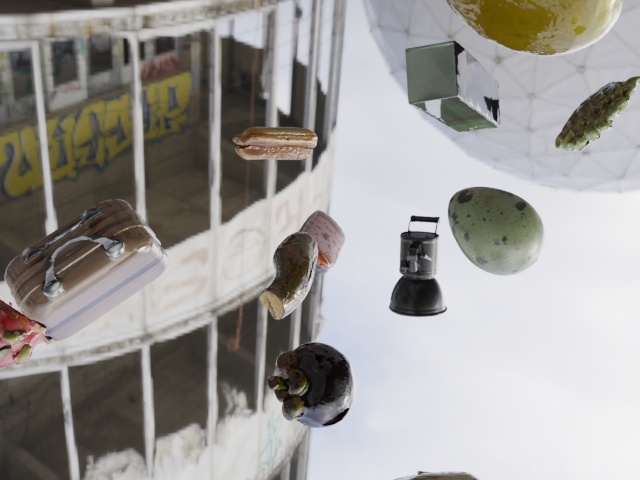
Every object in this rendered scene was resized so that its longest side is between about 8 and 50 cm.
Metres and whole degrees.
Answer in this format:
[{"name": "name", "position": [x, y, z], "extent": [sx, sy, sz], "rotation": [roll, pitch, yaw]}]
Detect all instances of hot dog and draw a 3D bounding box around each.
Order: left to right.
[{"name": "hot dog", "position": [-0.107, -0.227, 2.030], "extent": [0.236, 0.092, 0.062], "rotation": [-1, -128, -44]}]

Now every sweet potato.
[{"name": "sweet potato", "position": [-0.056, 0.046, 1.686], "extent": [0.085, 0.112, 0.285], "rotation": [31, -155, -10]}]

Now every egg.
[{"name": "egg", "position": [0.374, -0.027, 1.900], "extent": [0.228, 0.177, 0.177], "rotation": [42, -139, 14]}]

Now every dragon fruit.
[{"name": "dragon fruit", "position": [-0.542, 0.150, 1.420], "extent": [0.208, 0.133, 0.150], "rotation": [-14, -122, -1]}]

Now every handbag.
[{"name": "handbag", "position": [-0.461, 0.046, 1.713], "extent": [0.302, 0.283, 0.149], "rotation": [-32, -110, -11]}]

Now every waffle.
[{"name": "waffle", "position": [0.654, -0.302, 2.116], "extent": [0.054, 0.204, 0.223], "rotation": [38, 164, -10]}]

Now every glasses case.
[{"name": "glasses case", "position": [0.000, 0.000, 1.979], "extent": [0.103, 0.067, 0.266], "rotation": [47, -162, -7]}]

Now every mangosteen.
[{"name": "mangosteen", "position": [-0.017, 0.226, 1.381], "extent": [0.151, 0.137, 0.137], "rotation": [6, -157, -37]}]

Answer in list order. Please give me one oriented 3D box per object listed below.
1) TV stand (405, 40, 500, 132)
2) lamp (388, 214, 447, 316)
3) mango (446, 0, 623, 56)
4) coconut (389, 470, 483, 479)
[{"name": "TV stand", "position": [0.220, -0.241, 1.419], "extent": [0.083, 0.088, 0.269], "rotation": [-6, 175, 24]}, {"name": "lamp", "position": [0.243, 0.064, 2.198], "extent": [0.147, 0.227, 0.172], "rotation": [4, -166, 19]}, {"name": "mango", "position": [0.309, -0.367, 1.316], "extent": [0.142, 0.195, 0.332], "rotation": [-37, -133, -13]}, {"name": "coconut", "position": [0.184, 0.578, 1.555], "extent": [0.361, 0.346, 0.346], "rotation": [-1, -150, -3]}]
